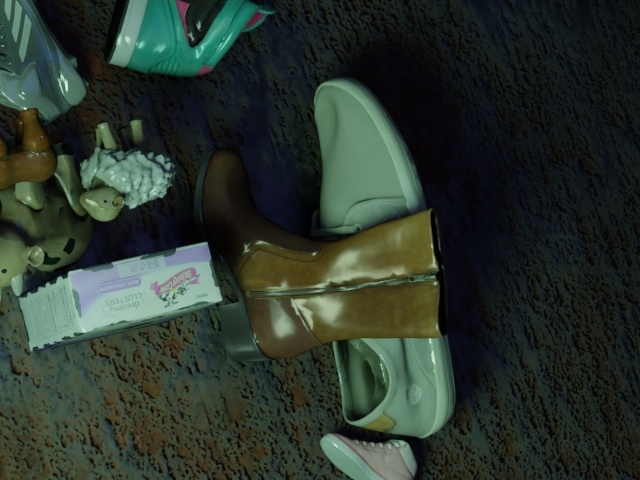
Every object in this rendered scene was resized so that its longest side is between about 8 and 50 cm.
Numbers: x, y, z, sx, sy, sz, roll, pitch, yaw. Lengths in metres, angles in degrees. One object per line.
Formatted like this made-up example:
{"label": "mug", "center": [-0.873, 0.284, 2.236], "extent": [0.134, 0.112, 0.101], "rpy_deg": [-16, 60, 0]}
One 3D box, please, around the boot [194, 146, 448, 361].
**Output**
{"label": "boot", "center": [0.000, 0.000, 1.968], "extent": [0.096, 0.280, 0.264], "rpy_deg": [5, 75, -61]}

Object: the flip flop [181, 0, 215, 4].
{"label": "flip flop", "center": [-0.218, -0.368, 1.943], "extent": [0.277, 0.112, 0.080], "rpy_deg": [30, 67, 0]}

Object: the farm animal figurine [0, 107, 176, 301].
{"label": "farm animal figurine", "center": [-0.359, -0.011, 1.842], "extent": [0.327, 0.330, 0.172], "rpy_deg": [-5, 79, -55]}

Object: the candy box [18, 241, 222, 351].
{"label": "candy box", "center": [-0.224, 0.064, 1.897], "extent": [0.165, 0.196, 0.070], "rpy_deg": [-12, 85, -27]}

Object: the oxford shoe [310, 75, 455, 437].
{"label": "oxford shoe", "center": [0.052, 0.025, 2.059], "extent": [0.130, 0.169, 0.449], "rpy_deg": [-11, 90, -25]}

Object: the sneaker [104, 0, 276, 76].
{"label": "sneaker", "center": [-0.133, -0.323, 2.053], "extent": [0.178, 0.124, 0.295], "rpy_deg": [19, 80, -16]}

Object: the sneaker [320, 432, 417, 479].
{"label": "sneaker", "center": [0.063, 0.258, 2.079], "extent": [0.134, 0.051, 0.070], "rpy_deg": [40, 65, -17]}

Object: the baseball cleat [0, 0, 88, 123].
{"label": "baseball cleat", "center": [-0.355, -0.228, 1.962], "extent": [0.109, 0.072, 0.206], "rpy_deg": [-38, 94, -20]}
